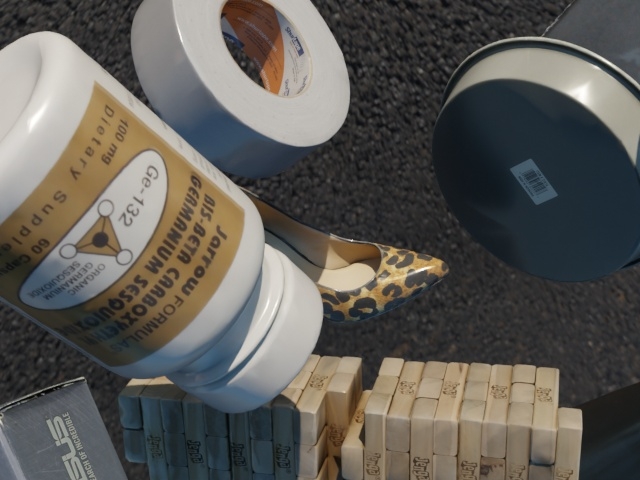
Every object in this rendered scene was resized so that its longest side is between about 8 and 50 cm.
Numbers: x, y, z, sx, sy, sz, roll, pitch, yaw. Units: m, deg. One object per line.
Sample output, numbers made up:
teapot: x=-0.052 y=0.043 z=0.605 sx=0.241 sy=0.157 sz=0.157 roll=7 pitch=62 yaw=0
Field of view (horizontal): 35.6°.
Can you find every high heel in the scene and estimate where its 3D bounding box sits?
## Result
high heel: x=0.000 y=0.000 z=1.093 sx=0.261 sy=0.093 sz=0.186 roll=-7 pitch=130 yaw=15

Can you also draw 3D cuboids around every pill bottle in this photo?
pill bottle: x=-0.107 y=0.003 z=0.565 sx=0.131 sy=0.131 sz=0.229 roll=-39 pitch=127 yaw=13

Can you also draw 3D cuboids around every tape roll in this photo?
tape roll: x=-0.074 y=-0.174 z=0.975 sx=0.219 sy=0.219 sz=0.072 roll=43 pitch=133 yaw=-20

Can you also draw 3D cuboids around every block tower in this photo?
block tower: x=0.024 y=0.146 z=0.762 sx=0.336 sy=0.097 sz=0.090 roll=3 pitch=112 yaw=13

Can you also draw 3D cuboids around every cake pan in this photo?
cake pan: x=0.239 y=-0.073 z=1.066 sx=0.293 sy=0.054 sz=0.293 roll=28 pitch=140 yaw=26

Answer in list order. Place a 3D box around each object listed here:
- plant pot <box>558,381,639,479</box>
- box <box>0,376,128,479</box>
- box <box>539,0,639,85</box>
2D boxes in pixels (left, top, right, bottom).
plant pot: x=0.472 y=0.332 z=1.519 sx=0.263 sy=0.263 sz=0.229 roll=36 pitch=121 yaw=-18
box: x=-0.141 y=0.202 z=0.472 sx=0.183 sy=0.059 sz=0.232 roll=-26 pitch=86 yaw=32
box: x=0.562 y=-0.096 z=1.223 sx=0.297 sy=0.480 sz=0.472 roll=-50 pitch=146 yaw=1
